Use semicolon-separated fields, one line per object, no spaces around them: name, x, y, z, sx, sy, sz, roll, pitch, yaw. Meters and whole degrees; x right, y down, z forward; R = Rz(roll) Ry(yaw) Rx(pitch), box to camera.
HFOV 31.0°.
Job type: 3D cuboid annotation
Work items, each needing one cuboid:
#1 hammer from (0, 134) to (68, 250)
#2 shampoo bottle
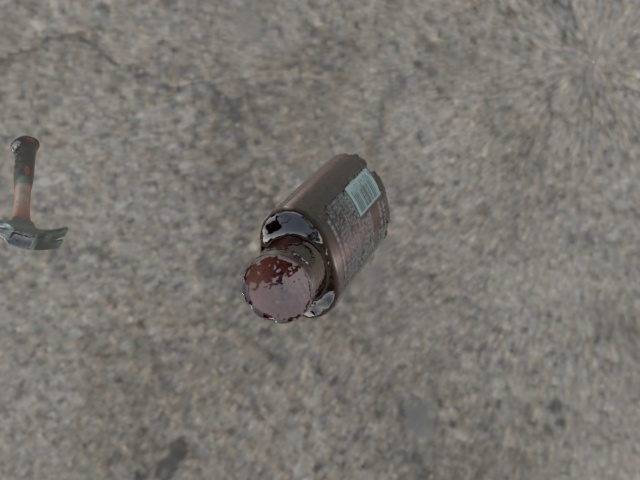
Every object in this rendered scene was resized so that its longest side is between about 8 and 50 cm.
hammer;-0.385;-0.068;1.492;0.111;0.287;0.033;20;113;-23
shampoo bottle;0.000;0.000;1.253;0.084;0.323;0.129;-12;105;20
